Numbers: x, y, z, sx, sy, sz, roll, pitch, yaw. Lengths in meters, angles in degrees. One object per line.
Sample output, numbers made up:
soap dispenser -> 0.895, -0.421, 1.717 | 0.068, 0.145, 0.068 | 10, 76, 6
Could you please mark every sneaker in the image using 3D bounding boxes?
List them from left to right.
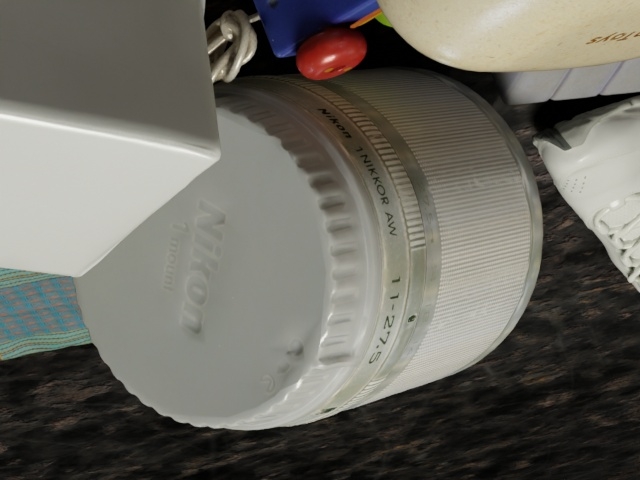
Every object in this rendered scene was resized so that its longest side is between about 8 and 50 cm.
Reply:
sneaker -> 0.260, -0.028, 1.534 | 0.111, 0.129, 0.297 | -20, 157, 24

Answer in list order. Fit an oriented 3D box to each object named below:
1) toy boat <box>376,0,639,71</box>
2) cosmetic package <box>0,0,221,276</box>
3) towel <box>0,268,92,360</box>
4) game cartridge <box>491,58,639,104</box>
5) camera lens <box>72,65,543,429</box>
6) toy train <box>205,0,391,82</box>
toy boat -> 0.185, -0.195, 0.936 | 0.267, 0.148, 0.318 | -9, 166, -43
cosmetic package -> -0.248, -0.124, 0.846 | 0.385, 0.217, 0.156 | 11, 149, -34
towel -> -0.336, 0.065, 1.547 | 0.370, 0.040, 0.271 | -14, 158, 2
game cartridge -> 0.253, -0.197, 1.204 | 0.230, 0.068, 0.355 | -3, 157, -14
camera lens -> 0.000, 0.000, 1.257 | 0.219, 0.219, 0.274 | -27, 171, 33
toy train -> 0.017, -0.146, 1.153 | 0.248, 0.105, 0.143 | -27, 168, 33
